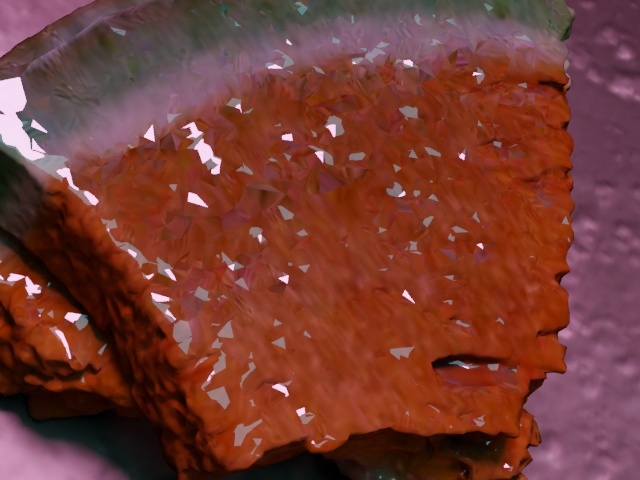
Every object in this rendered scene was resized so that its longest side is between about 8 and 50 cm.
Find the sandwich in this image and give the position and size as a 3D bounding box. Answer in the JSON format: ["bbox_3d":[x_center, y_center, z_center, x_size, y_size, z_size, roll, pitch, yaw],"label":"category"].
[{"bbox_3d":[-0.012,-0.009,0.614,0.292,0.109,0.212,3,63,-18],"label":"sandwich"}]
